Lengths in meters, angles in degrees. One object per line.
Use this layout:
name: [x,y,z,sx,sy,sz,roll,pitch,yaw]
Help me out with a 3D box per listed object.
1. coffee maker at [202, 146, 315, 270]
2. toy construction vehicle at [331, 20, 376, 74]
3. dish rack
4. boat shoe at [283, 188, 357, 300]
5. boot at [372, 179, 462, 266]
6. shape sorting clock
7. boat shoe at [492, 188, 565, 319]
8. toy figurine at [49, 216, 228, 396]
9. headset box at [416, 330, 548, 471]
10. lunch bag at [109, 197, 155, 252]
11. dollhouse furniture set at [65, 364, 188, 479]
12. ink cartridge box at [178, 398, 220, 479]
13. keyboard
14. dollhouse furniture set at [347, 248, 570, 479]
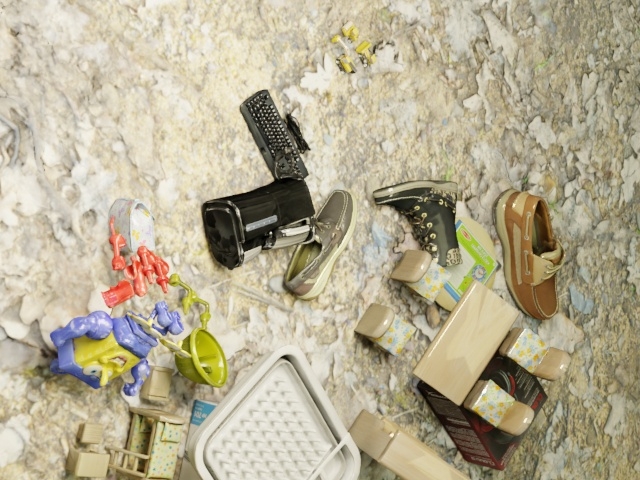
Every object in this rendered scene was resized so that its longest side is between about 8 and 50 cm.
coffee maker: [-0.113,-0.053,1.856,0.178,0.120,0.171,-18,83,-42]
toy construction vehicle: [0.066,-0.363,2.035,0.086,0.035,0.098,-46,122,-31]
dish rack: [-0.083,0.370,1.823,0.285,0.072,0.333,-46,124,-32]
boat shoe: [-0.001,0.000,1.973,0.073,0.080,0.223,34,75,-45]
boot: [0.205,-0.029,2.145,0.236,0.085,0.178,-4,86,-47]
shape sorting clock: [0.298,0.052,2.284,0.206,0.040,0.206,-2,93,-32]
boat shoe: [0.484,0.037,2.404,0.122,0.120,0.324,-38,118,-34]
toy figurine: [-0.316,0.149,1.668,0.191,0.217,0.362,67,8,30]
headset box: [0.363,0.339,2.322,0.218,0.110,0.293,-50,124,-28]
lunch bag: [-0.299,-0.025,1.696,0.053,0.071,0.083,-11,100,-41]
dollhouse furniture set: [-0.300,0.290,1.702,0.161,0.101,0.182,15,83,-43]
ink cartridge box: [-0.162,0.381,1.852,0.140,0.082,0.190,17,83,-43]
keyboard: [-0.067,-0.187,1.924,0.100,0.038,0.192,-45,123,-31]
dollhouse furniture set: [0.245,0.271,2.024,0.362,0.256,0.394,36,83,-13]
